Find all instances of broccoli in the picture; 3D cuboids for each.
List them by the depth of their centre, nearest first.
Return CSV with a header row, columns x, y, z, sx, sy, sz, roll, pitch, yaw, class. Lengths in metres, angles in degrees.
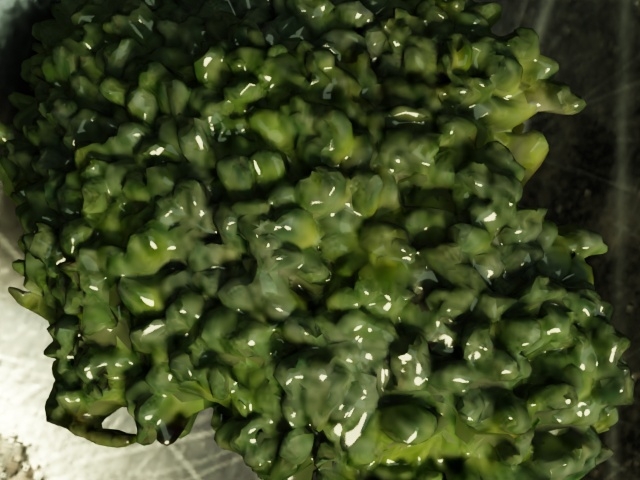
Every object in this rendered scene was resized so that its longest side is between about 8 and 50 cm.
x,y,z,sx,sy,sz,roll,pitch,yaw,class
0.000,0.000,0.575,0.248,0.245,0.288,-22,71,9,broccoli
